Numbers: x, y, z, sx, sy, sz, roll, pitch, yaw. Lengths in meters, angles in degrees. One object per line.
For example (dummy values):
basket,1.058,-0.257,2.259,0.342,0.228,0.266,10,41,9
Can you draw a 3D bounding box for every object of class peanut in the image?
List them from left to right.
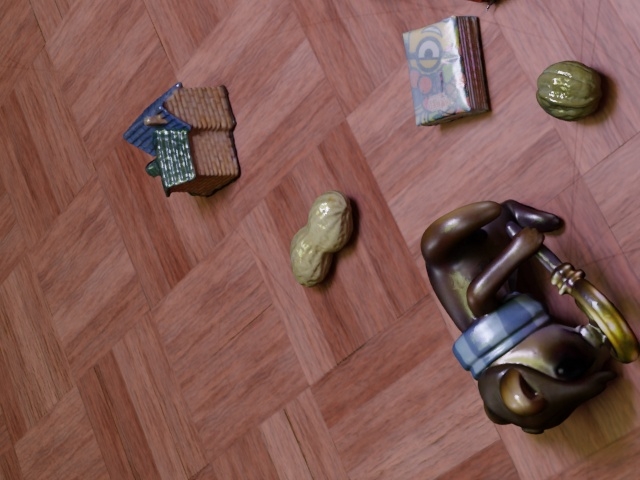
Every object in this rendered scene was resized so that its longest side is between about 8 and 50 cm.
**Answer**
peanut,0.000,0.000,2.033,0.082,0.082,0.187,52,127,30

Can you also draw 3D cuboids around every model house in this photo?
model house,-0.261,-0.175,2.221,0.166,0.172,0.183,-28,74,42

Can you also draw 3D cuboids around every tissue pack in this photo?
tissue pack,0.186,-0.253,1.829,0.108,0.060,0.148,-12,84,47

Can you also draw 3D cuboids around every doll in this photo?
doll,0.272,0.092,1.694,0.318,0.209,0.340,102,147,-64

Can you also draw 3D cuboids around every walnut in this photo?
walnut,0.338,-0.203,1.663,0.092,0.092,0.092,5,97,46

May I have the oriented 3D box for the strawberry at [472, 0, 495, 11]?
strawberry,0.220,-0.500,1.713,0.280,0.150,0.253,-47,60,36
